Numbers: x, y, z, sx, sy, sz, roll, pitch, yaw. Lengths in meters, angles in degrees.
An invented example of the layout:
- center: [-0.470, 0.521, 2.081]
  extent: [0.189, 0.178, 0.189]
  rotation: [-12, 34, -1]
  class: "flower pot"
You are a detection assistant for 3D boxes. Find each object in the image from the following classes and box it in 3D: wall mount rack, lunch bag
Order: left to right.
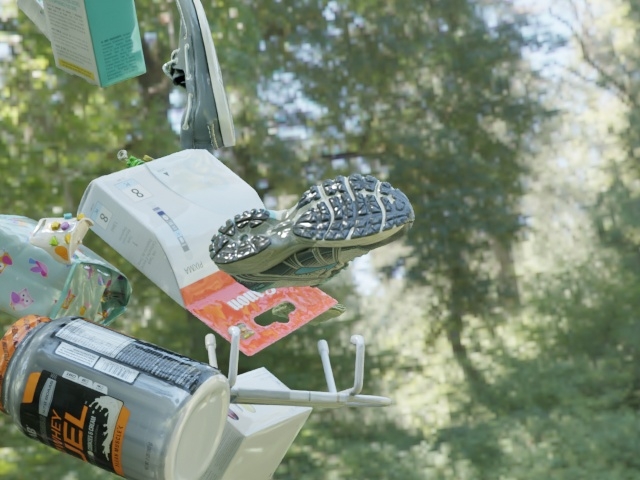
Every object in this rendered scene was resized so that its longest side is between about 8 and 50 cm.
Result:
- center: [-0.459, 0.060, 2.072]
  extent: [0.223, 0.160, 0.262]
  rotation: [24, 3, 15]
  class: "lunch bag"
- center: [-0.065, 0.207, 2.012]
  extent: [0.350, 0.130, 0.304]
  rotation: [5, -11, -12]
  class: "wall mount rack"

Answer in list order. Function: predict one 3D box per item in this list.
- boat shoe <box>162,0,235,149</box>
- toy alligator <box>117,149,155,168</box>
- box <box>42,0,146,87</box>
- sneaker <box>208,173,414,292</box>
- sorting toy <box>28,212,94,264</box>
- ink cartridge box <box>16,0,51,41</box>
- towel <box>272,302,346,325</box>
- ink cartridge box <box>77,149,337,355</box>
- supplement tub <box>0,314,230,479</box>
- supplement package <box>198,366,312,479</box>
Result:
- center: [-0.225, -0.301, 2.130]
  extent: [0.099, 0.319, 0.116]
  rotation: [-15, -19, 0]
  class: "boat shoe"
- center: [-0.387, -0.158, 2.626]
  extent: [0.189, 0.056, 0.051]
  rotation: [29, 1, 35]
  class: "toy alligator"
- center: [-0.252, -0.292, 1.290]
  extent: [0.060, 0.244, 0.100]
  rotation: [-26, 35, -32]
  class: "box"
- center: [0.000, 0.000, 1.643]
  extent: [0.283, 0.110, 0.122]
  rotation: [-13, -40, 23]
  class: "sneaker"
- center: [-0.389, -0.011, 1.817]
  extent: [0.075, 0.083, 0.045]
  rotation: [7, -41, 18]
  class: "sorting toy"
- center: [-0.553, -0.454, 2.455]
  extent: [0.029, 0.115, 0.063]
  rotation: [-42, -1, -36]
  class: "ink cartridge box"
- center: [-0.026, 0.139, 2.432]
  extent: [0.110, 0.027, 0.148]
  rotation: [15, -17, -22]
  class: "towel"
- center: [-0.170, 0.005, 2.079]
  extent: [0.308, 0.385, 0.091]
  rotation: [-26, -30, -57]
  class: "ink cartridge box"
- center: [-0.306, 0.226, 1.768]
  extent: [0.316, 0.193, 0.193]
  rotation: [18, -9, 19]
  class: "supplement tub"
- center: [-0.174, 0.393, 2.449]
  extent: [0.204, 0.145, 0.262]
  rotation: [-60, -21, 20]
  class: "supplement package"
